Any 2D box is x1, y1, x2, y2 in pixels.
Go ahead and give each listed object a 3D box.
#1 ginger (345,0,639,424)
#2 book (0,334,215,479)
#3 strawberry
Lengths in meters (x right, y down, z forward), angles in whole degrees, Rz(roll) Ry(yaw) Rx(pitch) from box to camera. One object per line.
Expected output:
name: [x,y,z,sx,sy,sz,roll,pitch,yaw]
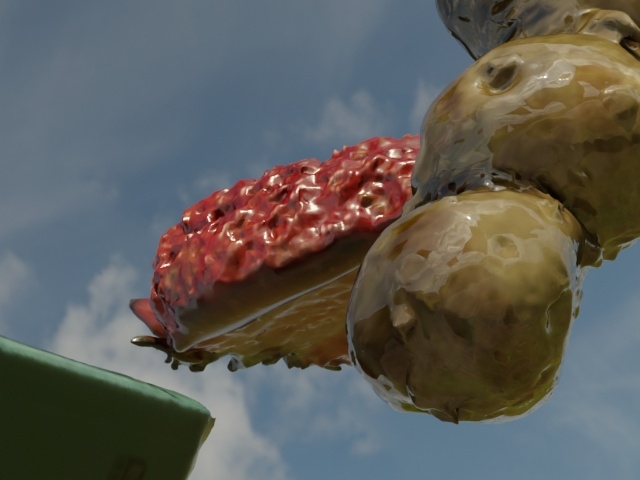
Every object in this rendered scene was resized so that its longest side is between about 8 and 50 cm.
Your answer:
ginger: [0.070,-0.028,0.370,0.104,0.204,0.080,9,-37,20]
book: [-0.200,0.117,0.281,0.379,0.031,0.264,29,-93,-52]
strawberry: [-0.011,-0.003,0.652,0.174,0.098,0.228,-1,-26,-26]
